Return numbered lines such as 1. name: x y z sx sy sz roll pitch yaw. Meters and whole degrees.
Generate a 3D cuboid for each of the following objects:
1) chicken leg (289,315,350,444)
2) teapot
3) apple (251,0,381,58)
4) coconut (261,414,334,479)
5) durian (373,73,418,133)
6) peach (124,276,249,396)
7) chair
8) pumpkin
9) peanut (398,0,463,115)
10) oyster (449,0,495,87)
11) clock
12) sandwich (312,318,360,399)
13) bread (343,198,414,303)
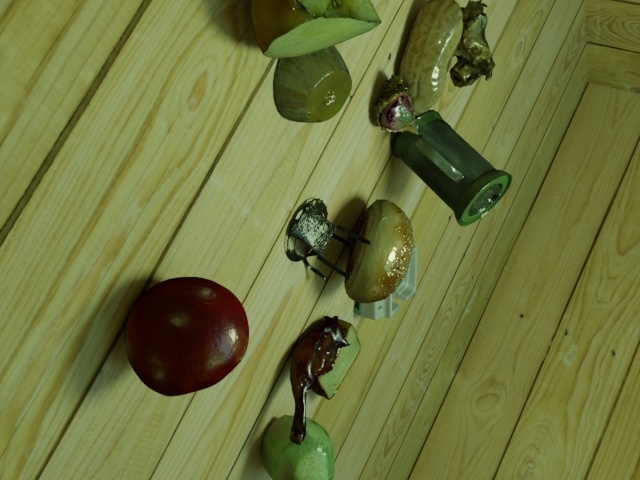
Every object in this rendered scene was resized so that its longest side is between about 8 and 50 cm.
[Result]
1. chicken leg: -0.029 0.366 2.087 0.158 0.096 0.407 53 42 -33
2. teapot: 0.352 -0.226 2.154 0.200 0.337 0.270 -48 156 16
3. apple: -0.018 -0.467 1.463 0.346 0.179 0.254 -25 142 -56
4. coconut: -0.061 0.603 2.122 0.204 0.236 0.236 -54 153 -1
5. durian: 0.185 -0.363 2.034 0.108 0.119 0.186 -27 143 1
6. peach: -0.254 0.182 1.431 0.243 0.243 0.199 -60 146 -17
7. chair: 0.000 0.000 1.935 0.213 0.149 0.174 38 73 -19
8. pumpkin: -0.002 -0.352 1.661 0.217 0.110 0.217 -47 152 -35
9. peanut: 0.298 -0.505 2.071 0.153 0.140 0.325 -45 151 -69
10. oyster: 0.431 -0.571 2.194 0.351 0.115 0.237 -78 155 -79
11. clock: 0.225 0.103 2.396 0.262 0.116 0.231 -38 140 -47
12. sandwich: 0.039 0.363 2.290 0.214 0.065 0.186 -58 152 -21
13. bread: 0.168 0.033 2.093 0.305 0.159 0.305 -165 -90 -87
